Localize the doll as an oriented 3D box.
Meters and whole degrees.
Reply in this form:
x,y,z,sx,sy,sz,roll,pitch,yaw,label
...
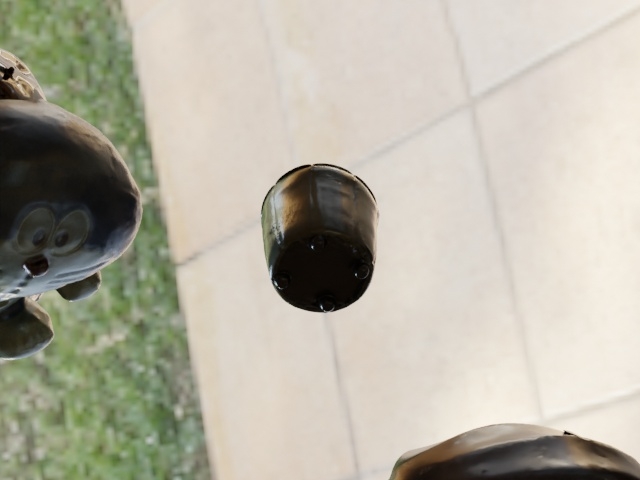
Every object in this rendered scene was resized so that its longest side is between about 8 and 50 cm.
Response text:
x,y,z,sx,sy,sz,roll,pitch,yaw,label
-0.242,-0.006,1.283,0.258,0.228,0.154,-23,64,51,doll

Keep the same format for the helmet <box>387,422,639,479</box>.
x,y,z,sx,sy,sz,roll,pitch,yaw,label
0.162,0.236,1.348,0.225,0.305,0.177,-113,13,-50,helmet

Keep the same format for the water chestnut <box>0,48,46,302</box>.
x,y,z,sx,sy,sz,roll,pitch,yaw,label
-0.361,-0.038,1.527,0.300,0.300,0.300,9,101,55,water chestnut

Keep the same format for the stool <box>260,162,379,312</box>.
x,y,z,sx,sy,sz,roll,pitch,yaw,label
0.000,0.000,1.381,0.110,0.096,0.096,-91,18,-57,stool
